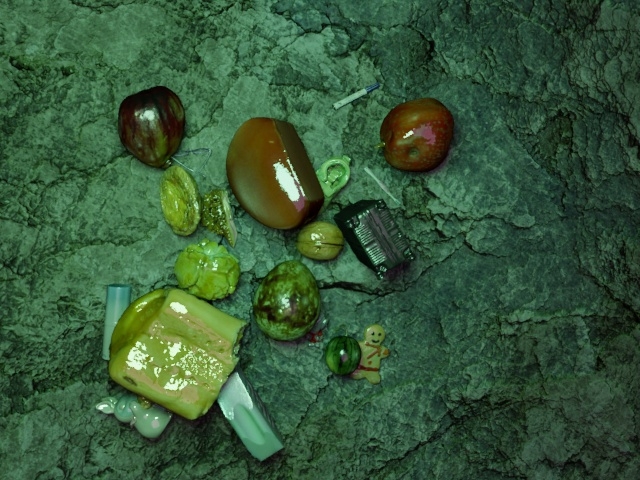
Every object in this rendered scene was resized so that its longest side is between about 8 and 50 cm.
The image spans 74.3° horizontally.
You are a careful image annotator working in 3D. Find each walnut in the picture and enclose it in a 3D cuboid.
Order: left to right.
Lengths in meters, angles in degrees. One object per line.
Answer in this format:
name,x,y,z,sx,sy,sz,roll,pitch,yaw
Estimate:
walnut,0.000,0.000,1.543,0.180,0.144,0.144,9,92,2

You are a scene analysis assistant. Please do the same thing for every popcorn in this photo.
popcorn,-0.389,0.109,1.456,0.221,0.183,0.204,28,117,-14

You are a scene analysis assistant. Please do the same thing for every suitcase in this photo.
suitcase,0.169,-0.021,1.480,0.152,0.335,0.229,-31,99,-4

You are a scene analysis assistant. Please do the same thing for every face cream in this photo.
face cream,-0.700,0.277,1.451,0.078,0.077,0.249,5,94,-12

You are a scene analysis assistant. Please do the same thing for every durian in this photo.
durian,-0.358,-0.074,1.499,0.141,0.078,0.224,-28,96,-8

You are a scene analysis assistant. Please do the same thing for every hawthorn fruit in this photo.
hawthorn fruit,0.338,-0.375,1.538,0.300,0.275,0.275,-12,96,0

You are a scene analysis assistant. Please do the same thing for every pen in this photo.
pen,0.135,-0.547,1.601,0.204,0.025,0.025,-29,98,-9

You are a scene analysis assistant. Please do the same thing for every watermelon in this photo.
watermelon,0.088,0.411,1.588,0.141,0.141,0.187,9,89,-12

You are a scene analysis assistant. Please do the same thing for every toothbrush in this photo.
toothbrush,0.241,-0.212,1.645,0.204,0.022,0.017,45,81,-8

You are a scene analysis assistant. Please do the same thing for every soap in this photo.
soap,-0.260,0.609,1.501,0.109,0.193,0.323,-30,99,-8

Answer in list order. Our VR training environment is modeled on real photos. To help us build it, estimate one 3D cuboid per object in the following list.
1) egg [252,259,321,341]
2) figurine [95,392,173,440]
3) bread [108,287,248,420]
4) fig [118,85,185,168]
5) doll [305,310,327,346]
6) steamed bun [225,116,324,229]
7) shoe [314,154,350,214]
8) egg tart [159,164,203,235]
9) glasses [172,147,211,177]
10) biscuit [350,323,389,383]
egg,-0.114,0.210,1.486,0.239,0.238,0.289,14,82,-12
figurine,-0.632,0.574,1.461,0.236,0.127,0.155,34,105,-9
bread,-0.486,0.350,1.413,0.395,0.250,0.360,32,73,-11
fig,-0.548,-0.375,1.373,0.224,0.224,0.262,15,94,-12
doll,-0.023,0.323,1.598,0.094,0.079,0.179,6,106,12
steamed bun,-0.167,-0.209,1.431,0.248,0.235,0.378,-23,91,21
shoe,0.007,-0.212,1.555,0.140,0.128,0.262,41,82,3
egg tart,-0.461,-0.137,1.438,0.099,0.231,0.252,-15,63,-44
glasses,-0.449,-0.268,1.497,0.140,0.062,0.103,-12,118,-11
biscuit,0.195,0.444,1.669,0.153,0.030,0.234,16,90,-14
